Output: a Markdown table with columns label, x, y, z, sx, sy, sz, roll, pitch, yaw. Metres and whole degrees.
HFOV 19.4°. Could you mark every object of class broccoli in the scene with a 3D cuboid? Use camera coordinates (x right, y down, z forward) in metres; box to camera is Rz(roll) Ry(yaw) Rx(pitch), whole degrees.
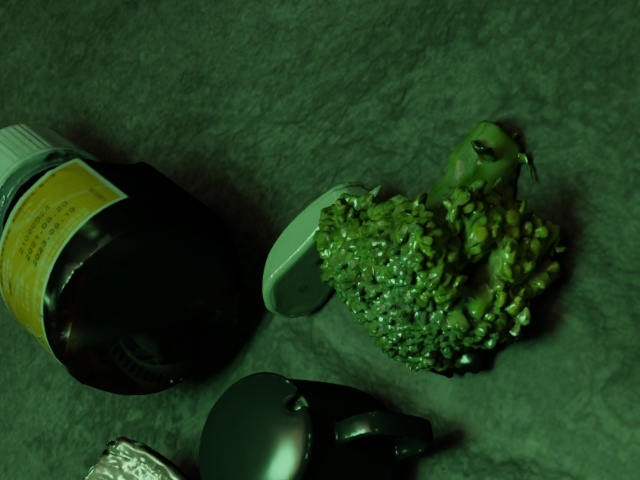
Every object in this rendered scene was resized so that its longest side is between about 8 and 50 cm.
| label | x | y | z | sx | sy | sz | roll | pitch | yaw |
| --- | --- | --- | --- | --- | --- | --- | --- | --- | --- |
| broccoli | 0.105 | -0.011 | 1.851 | 0.242 | 0.180 | 0.273 | 9 | 81 | 42 |

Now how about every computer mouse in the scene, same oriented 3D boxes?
| label | x | y | z | sx | sy | sz | roll | pitch | yaw |
| --- | --- | --- | --- | --- | --- | --- | --- | --- | --- |
| computer mouse | 0.000 | 0.000 | 1.996 | 0.181 | 0.089 | 0.056 | -50 | 50 | 13 |

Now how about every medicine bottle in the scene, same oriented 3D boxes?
| label | x | y | z | sx | sy | sz | roll | pitch | yaw |
| --- | --- | --- | --- | --- | --- | --- | --- | --- | --- |
| medicine bottle | -0.262 | 0.002 | 2.133 | 0.242 | 0.242 | 0.395 | -60 | 35 | 7 |

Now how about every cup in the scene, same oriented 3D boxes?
| label | x | y | z | sx | sy | sz | roll | pitch | yaw |
| --- | --- | --- | --- | --- | --- | --- | --- | --- | --- |
| cup | -0.001 | 0.209 | 1.870 | 0.223 | 0.177 | 0.169 | -24 | 58 | 33 |

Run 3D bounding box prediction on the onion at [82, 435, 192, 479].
| label | x | y | z | sx | sy | sz | roll | pitch | yaw |
| --- | --- | --- | --- | --- | --- | --- | --- | --- | --- |
| onion | -0.187 | 0.372 | 2.024 | 0.247 | 0.111 | 0.250 | 39 | 91 | 18 |
